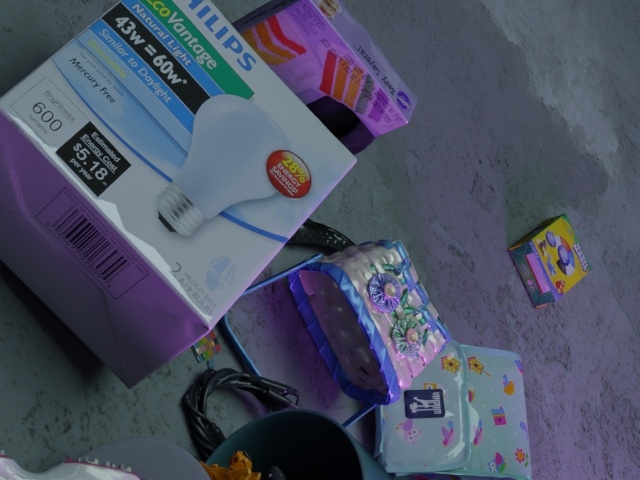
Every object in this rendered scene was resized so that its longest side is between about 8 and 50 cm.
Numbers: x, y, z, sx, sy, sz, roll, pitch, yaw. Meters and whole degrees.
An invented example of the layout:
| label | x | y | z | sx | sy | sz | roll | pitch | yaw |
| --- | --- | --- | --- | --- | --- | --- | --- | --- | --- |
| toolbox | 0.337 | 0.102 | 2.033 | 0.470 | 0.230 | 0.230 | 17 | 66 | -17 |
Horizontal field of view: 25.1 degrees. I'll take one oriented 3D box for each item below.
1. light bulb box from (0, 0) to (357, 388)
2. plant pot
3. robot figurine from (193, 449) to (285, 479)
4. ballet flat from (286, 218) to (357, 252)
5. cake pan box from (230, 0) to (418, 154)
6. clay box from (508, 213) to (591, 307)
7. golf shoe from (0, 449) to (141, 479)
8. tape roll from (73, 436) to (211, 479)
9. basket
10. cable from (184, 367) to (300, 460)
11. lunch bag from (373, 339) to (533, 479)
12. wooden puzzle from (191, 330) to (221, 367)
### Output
| label | x | y | z | sx | sy | sz | roll | pitch | yaw |
| --- | --- | --- | --- | --- | --- | --- | --- | --- | --- |
| light bulb box | -0.209 | -0.085 | 1.770 | 0.358 | 0.225 | 0.361 | 46 | 48 | -8 |
| plant pot | -0.001 | 0.395 | 1.826 | 0.235 | 0.293 | 0.293 | 41 | 43 | -41 |
| robot figurine | -0.142 | 0.385 | 1.699 | 0.085 | 0.211 | 0.291 | 49 | 55 | -38 |
| ballet flat | 0.000 | 0.000 | 2.246 | 0.173 | 0.057 | 0.049 | 22 | 95 | -43 |
| cake pan box | -0.020 | -0.241 | 2.171 | 0.267 | 0.245 | 0.070 | 50 | 43 | -25 |
| clay box | 0.453 | 0.032 | 2.793 | 0.222 | 0.053 | 0.127 | -31 | 97 | -53 |
| golf shoe | -0.338 | 0.293 | 1.520 | 0.306 | 0.115 | 0.140 | 9 | 69 | -17 |
| tape roll | -0.213 | 0.336 | 1.629 | 0.072 | 0.219 | 0.219 | 68 | 23 | -53 |
| basket | 0.022 | 0.134 | 2.082 | 0.289 | 0.201 | 0.255 | -32 | 100 | -18 |
| cable | -0.108 | 0.251 | 1.955 | 0.184 | 0.047 | 0.150 | 21 | 69 | -28 |
| lunch bag | 0.192 | 0.275 | 2.241 | 0.262 | 0.160 | 0.223 | 15 | 63 | -34 |
| wooden puzzle | -0.162 | 0.137 | 1.984 | 0.049 | 0.006 | 0.083 | -29 | 95 | -54 |
